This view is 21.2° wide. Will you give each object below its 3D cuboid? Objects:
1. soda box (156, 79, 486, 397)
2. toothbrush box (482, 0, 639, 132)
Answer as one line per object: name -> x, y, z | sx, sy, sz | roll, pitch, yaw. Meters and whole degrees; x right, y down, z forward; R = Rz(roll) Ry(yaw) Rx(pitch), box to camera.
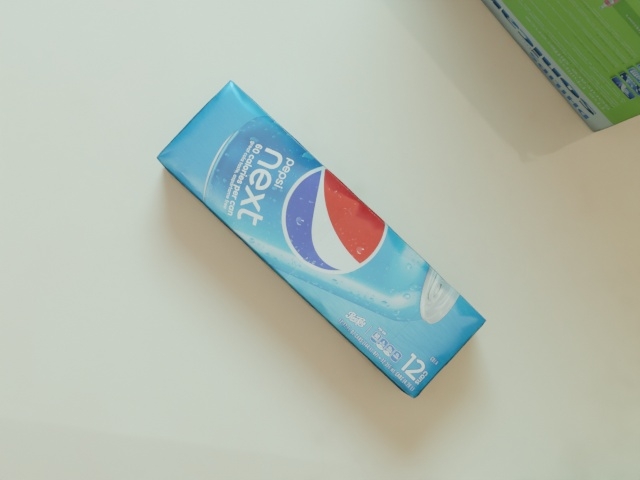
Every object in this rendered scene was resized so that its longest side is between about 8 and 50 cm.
soda box -> 0.000, 0.000, 1.036 | 0.210, 0.071, 0.067 | 43, 88, -1
toothbrush box -> 0.155, -0.183, 0.941 | 0.122, 0.283, 0.206 | -41, 90, -4
